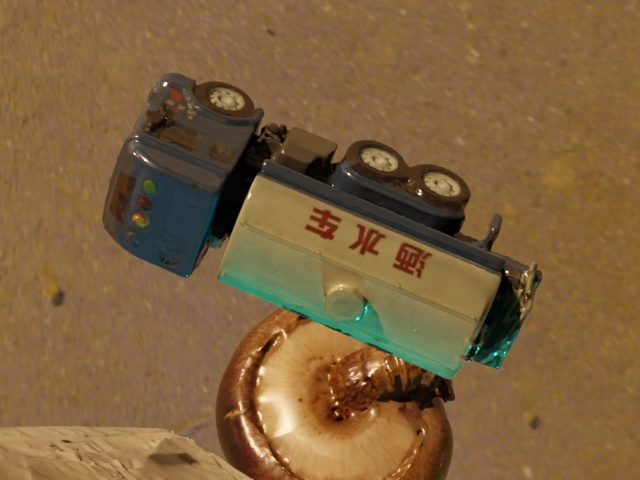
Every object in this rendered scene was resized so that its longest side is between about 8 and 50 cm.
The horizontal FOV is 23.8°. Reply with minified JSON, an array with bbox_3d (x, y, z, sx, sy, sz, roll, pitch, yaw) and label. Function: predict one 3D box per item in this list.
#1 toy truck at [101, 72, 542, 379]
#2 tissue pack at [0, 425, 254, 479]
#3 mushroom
[{"bbox_3d":[0.000,0.000,0.702,0.201,0.088,0.074,23,126,-1],"label":"toy truck"},{"bbox_3d":[-0.188,0.317,1.011,0.266,0.194,0.356,8,107,-52],"label":"tissue pack"},{"bbox_3d":[0.023,0.195,1.701,0.278,0.297,0.163,-22,151,4],"label":"mushroom"}]
